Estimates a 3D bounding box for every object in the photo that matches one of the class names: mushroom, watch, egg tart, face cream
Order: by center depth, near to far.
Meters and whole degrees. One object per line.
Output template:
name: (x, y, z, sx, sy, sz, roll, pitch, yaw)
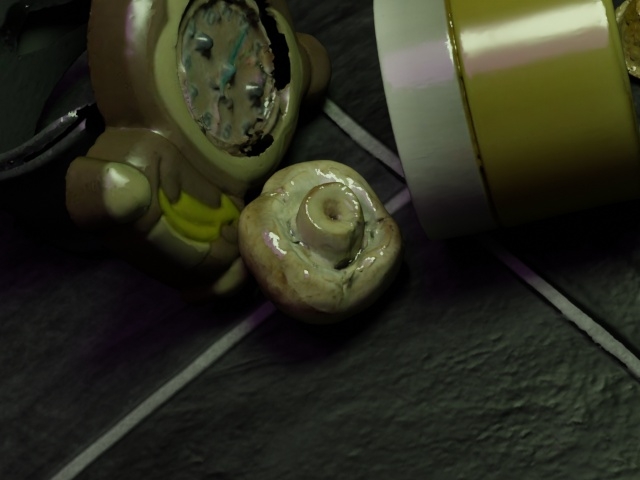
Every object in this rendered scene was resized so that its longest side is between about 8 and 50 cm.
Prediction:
face cream: (0.156, -0.122, 1.183, 0.179, 0.218, 0.218, -12, 52, 11)
mushroom: (0.000, 0.000, 1.216, 0.148, 0.112, 0.148, 4, 66, -8)
egg tart: (0.317, -0.194, 1.286, 0.128, 0.049, 0.129, -11, 54, 15)
watch: (-0.209, -0.124, 1.317, 0.326, 0.314, 0.335, -3, 65, 34)
